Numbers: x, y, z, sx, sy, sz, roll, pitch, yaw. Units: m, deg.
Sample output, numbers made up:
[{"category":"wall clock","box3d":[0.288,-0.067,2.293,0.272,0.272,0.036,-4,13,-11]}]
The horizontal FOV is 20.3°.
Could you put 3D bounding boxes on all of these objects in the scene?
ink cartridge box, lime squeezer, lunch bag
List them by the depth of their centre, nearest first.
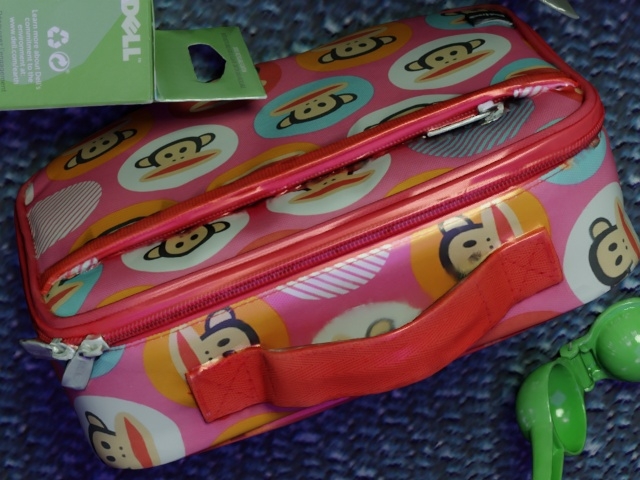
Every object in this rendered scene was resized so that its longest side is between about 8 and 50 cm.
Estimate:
[{"category":"lunch bag","box3d":[0.000,0.000,0.876,0.293,0.258,0.120,-22,116,-2]},{"category":"ink cartridge box","box3d":[-0.136,-0.110,0.883,0.209,0.109,0.062,-4,115,-10]},{"category":"lime squeezer","box3d":[0.180,0.075,1.039,0.310,0.110,0.059,-39,101,-27]}]

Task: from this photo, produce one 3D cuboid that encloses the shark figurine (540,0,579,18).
[{"category":"shark figurine","box3d":[0.059,-0.226,0.838,0.166,0.116,0.278,-8,134,-6]}]
